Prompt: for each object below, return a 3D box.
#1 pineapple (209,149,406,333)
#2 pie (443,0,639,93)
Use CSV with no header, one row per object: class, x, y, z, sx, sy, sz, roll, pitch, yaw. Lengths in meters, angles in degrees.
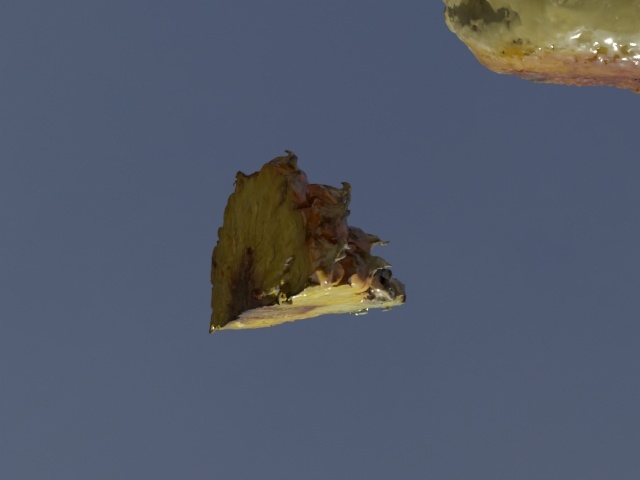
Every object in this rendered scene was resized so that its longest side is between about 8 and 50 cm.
pineapple,0.001,-0.001,1.561,0.164,0.250,0.139,-3,-101,-15
pie,0.241,-0.151,1.326,0.315,0.315,0.092,6,-93,30
